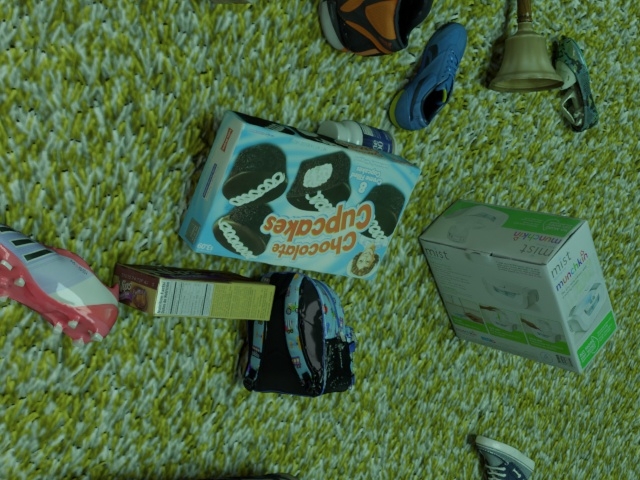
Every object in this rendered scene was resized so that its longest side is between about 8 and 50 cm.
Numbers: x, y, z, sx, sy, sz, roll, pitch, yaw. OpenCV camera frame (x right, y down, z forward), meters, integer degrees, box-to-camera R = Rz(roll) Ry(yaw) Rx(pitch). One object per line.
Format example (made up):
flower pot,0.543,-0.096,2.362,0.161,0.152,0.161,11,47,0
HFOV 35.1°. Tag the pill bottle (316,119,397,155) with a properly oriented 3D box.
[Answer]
pill bottle,0.053,-0.142,1.501,0.120,0.067,0.067,10,93,-42

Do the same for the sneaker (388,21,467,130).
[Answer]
sneaker,0.191,-0.256,1.591,0.069,0.082,0.209,46,67,-36

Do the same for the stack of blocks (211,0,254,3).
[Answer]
stack of blocks,-0.175,-0.437,1.217,0.297,0.087,0.171,30,79,-42

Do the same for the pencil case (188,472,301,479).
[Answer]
pencil case,-0.168,0.416,1.365,0.410,0.160,0.184,6,79,-43

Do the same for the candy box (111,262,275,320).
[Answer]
candy box,-0.166,0.068,1.326,0.186,0.109,0.053,8,94,-42

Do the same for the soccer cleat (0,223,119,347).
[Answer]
soccer cleat,-0.337,0.033,1.198,0.248,0.083,0.095,44,41,-34

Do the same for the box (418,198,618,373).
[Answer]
box,0.321,0.071,1.660,0.127,0.262,0.231,-42,123,-28

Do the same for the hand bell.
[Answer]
hand bell,0.344,-0.379,1.705,0.126,0.126,0.242,2,86,-42

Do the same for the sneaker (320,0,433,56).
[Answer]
sneaker,0.075,-0.412,1.383,0.124,0.180,0.321,-31,119,-33

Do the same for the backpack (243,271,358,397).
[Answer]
backpack,-0.029,0.130,1.440,0.117,0.158,0.173,-1,89,-50

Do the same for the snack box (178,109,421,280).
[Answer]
snack box,-0.022,-0.055,1.413,0.322,0.060,0.187,10,110,-39

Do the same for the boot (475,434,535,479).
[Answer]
boot,0.337,0.428,1.884,0.190,0.069,0.086,35,73,-43

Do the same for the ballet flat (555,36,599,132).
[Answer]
ballet flat,0.459,-0.276,1.842,0.070,0.070,0.188,-43,121,-27
